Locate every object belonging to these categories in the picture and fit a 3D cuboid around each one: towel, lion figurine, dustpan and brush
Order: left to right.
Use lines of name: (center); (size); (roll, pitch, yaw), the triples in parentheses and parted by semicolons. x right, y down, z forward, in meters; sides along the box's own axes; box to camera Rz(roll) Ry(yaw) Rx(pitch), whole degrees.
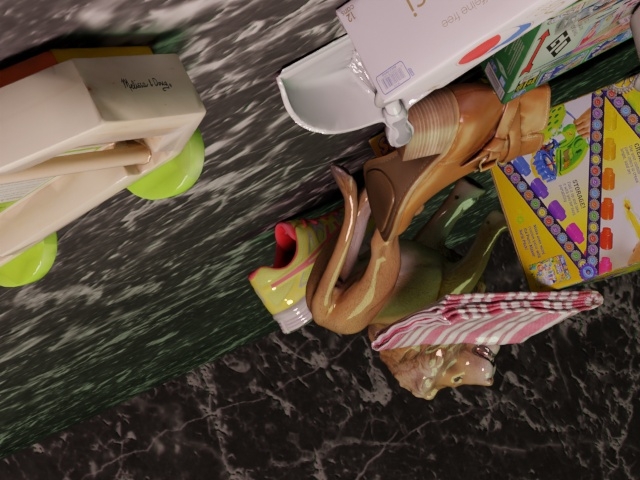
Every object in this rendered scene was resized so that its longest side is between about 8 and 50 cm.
dustpan and brush: (0.049, -0.109, 1.335); (0.147, 0.060, 0.211); (-27, 174, -1)
lion figurine: (0.075, 0.045, 1.932); (0.392, 0.142, 0.240); (16, 113, -50)
towel: (0.167, 0.084, 1.848); (0.197, 0.029, 0.144); (0, 163, -30)

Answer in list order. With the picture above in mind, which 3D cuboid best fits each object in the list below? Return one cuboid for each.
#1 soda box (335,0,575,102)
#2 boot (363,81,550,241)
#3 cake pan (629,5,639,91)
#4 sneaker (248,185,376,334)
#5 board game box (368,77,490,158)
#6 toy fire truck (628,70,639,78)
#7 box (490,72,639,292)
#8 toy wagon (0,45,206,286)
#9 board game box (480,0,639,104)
soda box: (0.117, -0.166, 1.115); (0.216, 0.069, 0.074); (-31, 173, 34)
boot: (0.126, -0.073, 1.692); (0.152, 0.073, 0.197); (-14, 153, -19)
cake pan: (0.369, -0.209, 1.455); (0.293, 0.054, 0.293); (-26, 172, -4)
sneaker: (0.000, 0.000, 2.001); (0.208, 0.094, 0.081); (-51, -172, -30)
board game box: (0.139, -0.114, 1.833); (0.124, 0.039, 0.259); (-28, 171, 15)
toy fire truck: (0.478, -0.175, 2.337); (0.192, 0.135, 0.047); (-22, 172, -46)
box: (0.370, -0.078, 1.882); (0.279, 0.177, 0.290); (-20, 175, 33)
toy wagon: (-0.227, 0.000, 1.018); (0.344, 0.068, 0.267); (-29, 174, 25)
board game box: (0.243, -0.204, 1.466); (0.213, 0.046, 0.317); (-27, 174, -3)
